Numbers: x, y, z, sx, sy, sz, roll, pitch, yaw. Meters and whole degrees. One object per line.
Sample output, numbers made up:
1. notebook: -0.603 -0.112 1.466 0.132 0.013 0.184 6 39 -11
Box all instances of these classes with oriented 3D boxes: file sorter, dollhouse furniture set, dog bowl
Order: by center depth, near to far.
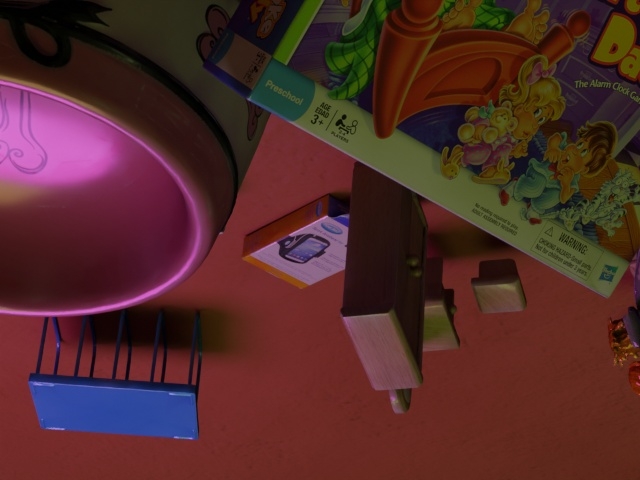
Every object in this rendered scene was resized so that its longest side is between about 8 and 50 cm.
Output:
1. dog bowl: -0.240 -0.085 1.224 0.408 0.150 0.408 4 148 2
2. dollhouse furniture set: 0.210 0.022 1.382 0.356 0.173 0.303 -5 143 15
3. file sorter: -0.211 0.136 1.726 0.170 0.104 0.118 4 150 0

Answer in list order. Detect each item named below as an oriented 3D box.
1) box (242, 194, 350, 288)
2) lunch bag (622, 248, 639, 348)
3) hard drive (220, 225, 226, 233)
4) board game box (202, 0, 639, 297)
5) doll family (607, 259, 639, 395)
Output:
1. box: 0.000 0.000 1.546 0.081 0.028 0.136 29 139 -35
2. lunch bag: 0.412 0.017 1.289 0.305 0.212 0.256 -17 176 -6
3. hard drive: -0.295 -0.040 1.495 0.353 0.047 0.233 -13 145 27
4. board game box: 0.125 -0.134 1.113 0.347 0.233 0.078 26 -173 -33
5. doll family: 0.364 0.096 1.573 0.163 0.118 0.263 -5 149 16
